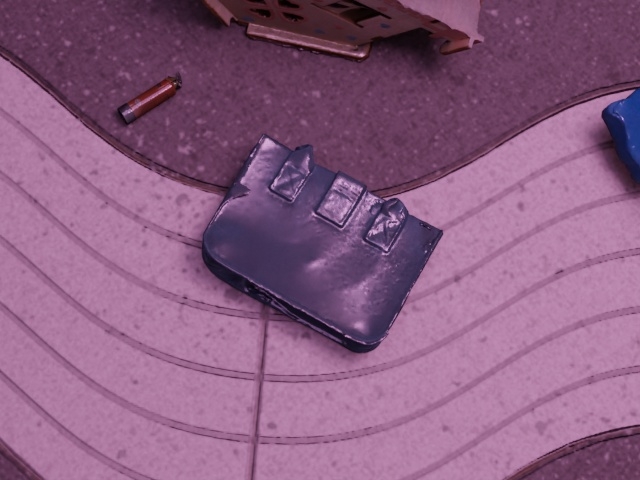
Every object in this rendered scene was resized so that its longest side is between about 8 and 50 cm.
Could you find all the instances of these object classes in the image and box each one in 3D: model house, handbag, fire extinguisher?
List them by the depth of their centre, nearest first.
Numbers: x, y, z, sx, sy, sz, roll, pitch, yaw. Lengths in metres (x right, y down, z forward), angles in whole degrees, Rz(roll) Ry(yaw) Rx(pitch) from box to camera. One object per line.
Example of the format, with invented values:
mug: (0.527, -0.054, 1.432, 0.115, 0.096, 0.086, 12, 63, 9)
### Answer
handbag: (0.000, 0.000, 1.503, 0.229, 0.062, 0.179, 28, 73, 4)
model house: (-0.003, -0.312, 1.515, 0.326, 0.244, 0.169, 18, 74, -33)
fire extinguisher: (-0.188, -0.162, 1.552, 0.083, 0.022, 0.028, -35, 50, -11)

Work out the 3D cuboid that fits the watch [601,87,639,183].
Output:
watch: (0.468, -0.131, 1.452, 0.305, 0.274, 0.241, 13, 75, -5)
